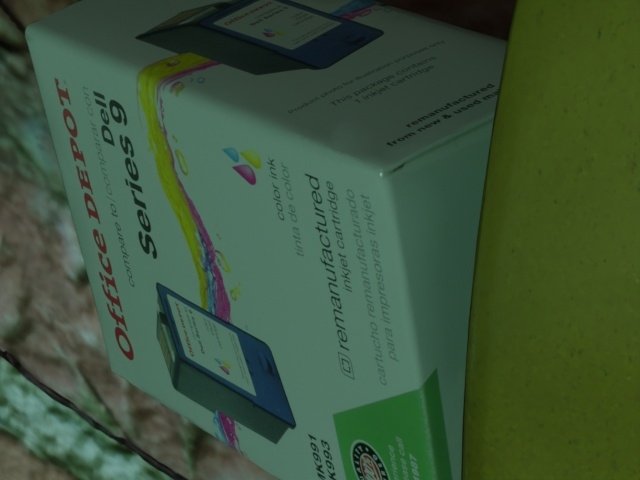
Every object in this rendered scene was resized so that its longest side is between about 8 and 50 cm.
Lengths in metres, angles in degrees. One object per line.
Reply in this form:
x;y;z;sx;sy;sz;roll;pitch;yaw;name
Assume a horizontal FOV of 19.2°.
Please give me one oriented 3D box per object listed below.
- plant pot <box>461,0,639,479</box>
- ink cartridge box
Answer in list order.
0.163;-0.003;0.521;0.212;0.212;0.187;-3;104;36;plant pot
0.000;0.000;0.656;0.212;0.093;0.154;28;135;49;ink cartridge box
